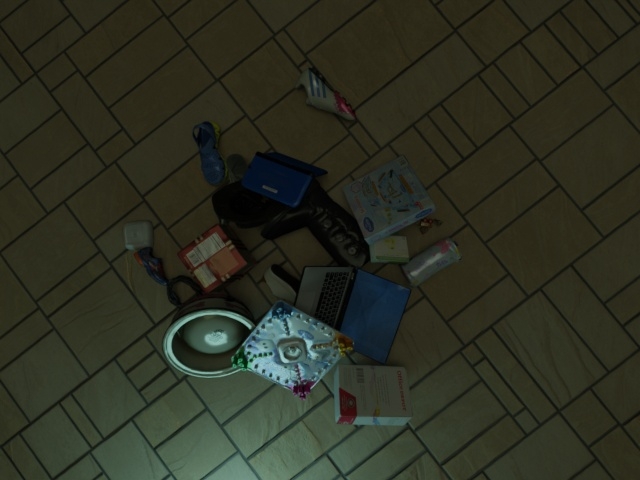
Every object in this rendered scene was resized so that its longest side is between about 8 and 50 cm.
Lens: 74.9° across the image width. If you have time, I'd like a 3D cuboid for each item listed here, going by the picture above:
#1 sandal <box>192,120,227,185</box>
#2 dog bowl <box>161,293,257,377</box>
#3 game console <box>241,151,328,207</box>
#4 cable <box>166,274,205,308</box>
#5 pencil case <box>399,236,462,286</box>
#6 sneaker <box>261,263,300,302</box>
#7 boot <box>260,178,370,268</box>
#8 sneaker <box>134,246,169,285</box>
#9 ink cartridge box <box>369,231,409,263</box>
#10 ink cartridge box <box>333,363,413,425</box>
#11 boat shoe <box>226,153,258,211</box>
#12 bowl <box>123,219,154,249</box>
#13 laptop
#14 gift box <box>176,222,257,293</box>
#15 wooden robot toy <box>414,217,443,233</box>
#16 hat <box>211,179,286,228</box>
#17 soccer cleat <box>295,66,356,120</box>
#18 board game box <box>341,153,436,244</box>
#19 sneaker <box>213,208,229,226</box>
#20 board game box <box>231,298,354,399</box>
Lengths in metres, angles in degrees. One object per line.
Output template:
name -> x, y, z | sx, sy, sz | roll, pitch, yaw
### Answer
sandal -> -0.522, -0.410, 1.932 | 0.126, 0.138, 0.317 | -15, 87, 11
dog bowl -> -0.464, 0.404, 1.813 | 0.409, 0.150, 0.407 | -5, 123, -8
game console -> -0.156, -0.277, 1.857 | 0.293, 0.173, 0.250 | 23, 82, 18
cable -> -0.640, 0.248, 1.957 | 0.185, 0.047, 0.150 | 34, 99, -10
pencil case -> 0.496, 0.099, 1.882 | 0.273, 0.113, 0.124 | -31, 73, 2
sneaker -> -0.146, 0.236, 1.931 | 0.290, 0.106, 0.123 | 43, 124, -4
boot -> 0.002, -0.001, 1.905 | 0.367, 0.146, 0.445 | -44, 91, 2
sneaker -> -0.774, 0.122, 1.959 | 0.087, 0.083, 0.221 | -40, 92, -12
ink cartridge box -> 0.296, -0.012, 1.861 | 0.171, 0.056, 0.234 | 4, 68, -20
ink cartridge box -> 0.217, 0.663, 1.793 | 0.307, 0.131, 0.226 | 6, 49, -8
boat shoe -> -0.356, -0.243, 1.951 | 0.118, 0.103, 0.320 | -24, 92, -15
bowl -> -0.869, -0.026, 1.980 | 0.142, 0.053, 0.141 | -5, 89, 3
laptop -> 0.108, 0.325, 1.771 | 0.408, 0.236, 0.381 | 3, 111, -35
gift box -> -0.467, 0.084, 1.854 | 0.277, 0.258, 0.255 | -32, 86, 1
wooden robot toy -> 0.471, -0.067, 1.915 | 0.174, 0.076, 0.078 | 9, 99, 3
hat -> -0.307, -0.135, 1.818 | 0.332, 0.331, 0.133 | 13, 132, 3
soccer cleat -> 0.021, -0.652, 1.946 | 0.143, 0.116, 0.331 | -44, 84, 16
board game box -> 0.290, -0.183, 1.826 | 0.318, 0.066, 0.318 | -27, 54, 11
sneaker -> -0.470, -0.134, 1.970 | 0.076, 0.065, 0.166 | 0, 84, 19
board game box -> -0.120, 0.481, 1.776 | 0.390, 0.050, 0.390 | 32, 111, -17
